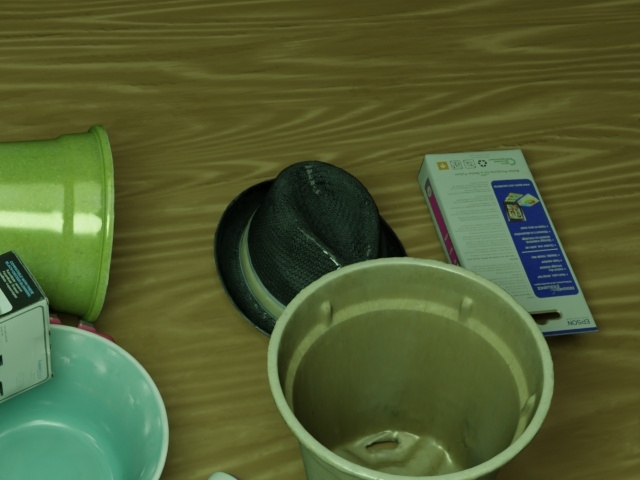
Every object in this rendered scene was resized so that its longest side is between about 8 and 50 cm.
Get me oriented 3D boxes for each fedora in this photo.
[{"bbox_3d":[0.000,0.000,1.782,0.334,0.152,0.334,6,52,-7],"label":"fedora"}]

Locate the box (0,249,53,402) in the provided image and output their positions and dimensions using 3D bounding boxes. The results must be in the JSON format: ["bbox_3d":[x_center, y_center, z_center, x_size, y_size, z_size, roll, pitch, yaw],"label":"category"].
[{"bbox_3d":[-0.454,0.143,1.358,0.290,0.169,0.087,-25,58,-26],"label":"box"}]

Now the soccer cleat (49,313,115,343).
[{"bbox_3d":[-0.444,0.169,1.599,0.331,0.116,0.143,6,73,-10],"label":"soccer cleat"}]

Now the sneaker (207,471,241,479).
[{"bbox_3d":[-0.078,0.410,1.452,0.152,0.114,0.305,-36,41,-25],"label":"sneaker"}]

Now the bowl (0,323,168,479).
[{"bbox_3d":[-0.348,0.274,1.486,0.311,0.163,0.312,6,52,-7],"label":"bowl"}]

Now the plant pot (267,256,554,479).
[{"bbox_3d":[0.102,0.245,1.496,0.333,0.305,0.334,1,46,-1],"label":"plant pot"}]

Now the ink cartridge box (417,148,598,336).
[{"bbox_3d":[0.289,0.012,1.891,0.175,0.069,0.371,-4,51,-16],"label":"ink cartridge box"}]

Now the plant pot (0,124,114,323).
[{"bbox_3d":[-0.428,-0.028,1.610,0.253,0.276,0.276,4,51,-21],"label":"plant pot"}]
